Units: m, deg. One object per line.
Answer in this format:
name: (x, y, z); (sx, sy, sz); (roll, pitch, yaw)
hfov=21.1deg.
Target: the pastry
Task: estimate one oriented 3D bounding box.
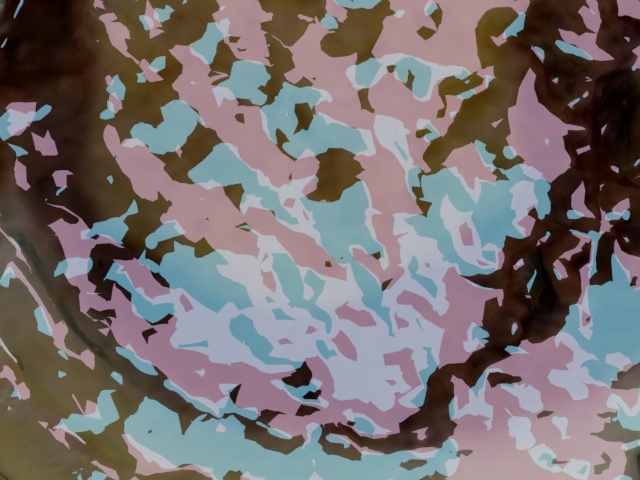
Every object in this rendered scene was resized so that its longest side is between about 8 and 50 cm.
pastry: (-0.003, -0.030, 0.494); (0.256, 0.170, 0.237); (37, 91, -18)
